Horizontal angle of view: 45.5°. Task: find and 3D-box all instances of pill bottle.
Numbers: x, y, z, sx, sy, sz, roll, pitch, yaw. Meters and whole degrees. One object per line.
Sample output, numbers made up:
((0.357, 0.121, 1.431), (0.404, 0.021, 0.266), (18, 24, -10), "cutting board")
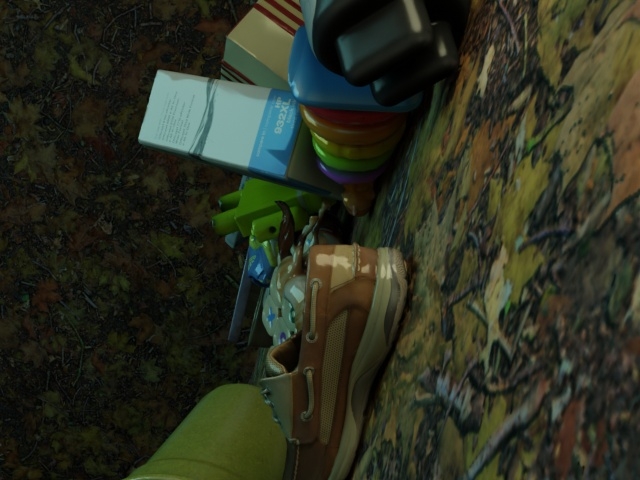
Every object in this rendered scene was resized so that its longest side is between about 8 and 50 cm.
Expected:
((0.000, 0.000, 1.334), (0.152, 0.086, 0.086), (-88, 13, -66), "pill bottle")

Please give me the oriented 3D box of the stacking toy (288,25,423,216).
((0.048, -0.141, 1.035), (0.301, 0.166, 0.175), (87, -171, -51), "stacking toy")

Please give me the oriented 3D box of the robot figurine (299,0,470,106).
((0.059, -0.286, 0.806), (0.209, 0.174, 0.278), (98, 162, -66), "robot figurine")

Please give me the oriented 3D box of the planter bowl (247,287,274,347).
((-0.093, 0.173, 1.735), (0.162, 0.109, 0.162), (-166, 90, -86), "planter bowl")

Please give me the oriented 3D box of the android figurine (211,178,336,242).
((-0.058, -0.082, 1.377), (0.248, 0.273, 0.056), (-89, -20, -64), "android figurine")

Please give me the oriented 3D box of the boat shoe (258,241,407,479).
((-0.006, 0.145, 0.808), (0.123, 0.117, 0.324), (-92, 17, -73), "boat shoe")

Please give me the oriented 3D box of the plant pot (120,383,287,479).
((-0.138, 0.348, 1.077), (0.254, 0.276, 0.276), (-63, -8, -59), "plant pot")

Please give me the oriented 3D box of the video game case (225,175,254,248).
((-0.057, -0.152, 1.651), (0.329, 0.036, 0.300), (-37, -17, -34), "video game case")

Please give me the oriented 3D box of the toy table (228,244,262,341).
((-0.137, 0.146, 2.007), (0.252, 0.161, 0.274), (-95, 19, -74), "toy table")

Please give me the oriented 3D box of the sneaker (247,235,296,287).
((-0.110, 0.013, 1.451), (0.240, 0.091, 0.126), (-115, 45, -72), "sneaker")

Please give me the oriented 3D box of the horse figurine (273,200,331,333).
((-0.016, 0.055, 1.089), (0.174, 0.066, 0.263), (-63, 34, 30), "horse figurine")

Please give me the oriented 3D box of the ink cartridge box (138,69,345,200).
((-0.095, -0.163, 1.211), (0.223, 0.308, 0.128), (12, -86, -57), "ink cartridge box")

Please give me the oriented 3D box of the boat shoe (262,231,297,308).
((-0.027, 0.002, 1.569), (0.158, 0.127, 0.340), (125, 158, -44), "boat shoe")

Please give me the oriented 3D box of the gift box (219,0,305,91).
((-0.003, -0.333, 1.399), (0.276, 0.258, 0.255), (-52, -1, -14), "gift box")

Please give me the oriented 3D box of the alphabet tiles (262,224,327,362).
((-0.029, 0.127, 1.204), (0.278, 0.021, 0.284), (-127, 48, -56), "alphabet tiles")
